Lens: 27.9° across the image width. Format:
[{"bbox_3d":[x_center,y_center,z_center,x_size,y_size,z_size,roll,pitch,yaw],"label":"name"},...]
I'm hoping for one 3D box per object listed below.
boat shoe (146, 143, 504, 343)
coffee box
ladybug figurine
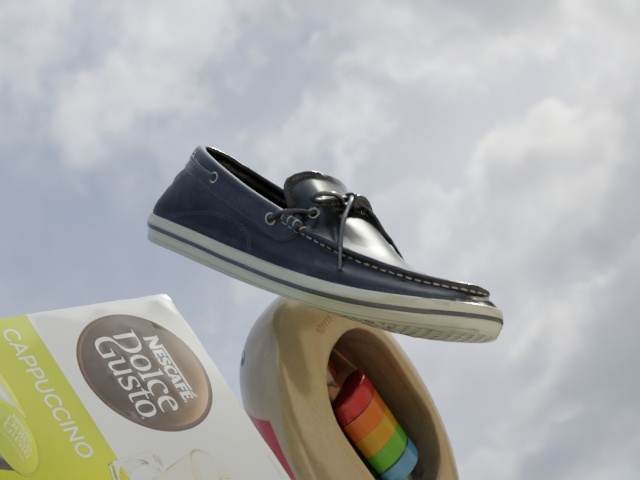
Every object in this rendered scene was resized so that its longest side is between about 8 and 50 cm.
[{"bbox_3d":[0.000,0.000,1.530,0.186,0.500,0.156,21,-91,-54],"label":"boat shoe"},{"bbox_3d":[-0.246,0.292,1.144,0.334,0.338,0.338,-7,-38,-48],"label":"coffee box"},{"bbox_3d":[0.035,0.267,1.755,0.162,0.449,0.305,-22,17,34],"label":"ladybug figurine"}]
